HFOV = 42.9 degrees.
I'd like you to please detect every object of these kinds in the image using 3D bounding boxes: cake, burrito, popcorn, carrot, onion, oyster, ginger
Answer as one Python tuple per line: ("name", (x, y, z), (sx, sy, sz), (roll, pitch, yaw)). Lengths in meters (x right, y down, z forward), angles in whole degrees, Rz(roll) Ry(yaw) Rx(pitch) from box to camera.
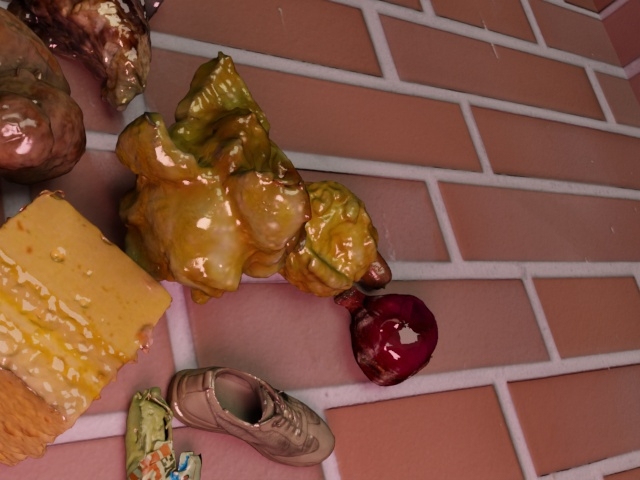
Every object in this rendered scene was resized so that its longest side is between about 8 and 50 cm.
("cake", (-0.333, 0.087, 0.992), (0.227, 0.222, 0.286), (46, 44, -10))
("burrito", (-0.204, 0.336, 1.068), (0.104, 0.054, 0.288), (9, 60, -36))
("popcorn", (-0.176, -0.079, 1.181), (0.325, 0.290, 0.321), (21, 33, -57))
("carrot", (0.044, -0.012, 1.478), (0.248, 0.059, 0.059), (52, 45, 1))
("onion", (0.115, 0.143, 1.388), (0.198, 0.135, 0.173), (48, 42, -4))
("oyster", (-0.369, -0.369, 1.275), (0.271, 0.275, 0.100), (21, 5, 4))
("popcorn", (0.000, -0.002, 1.364), (0.197, 0.155, 0.198), (-2, 95, -25))
("ginger", (-0.417, -0.187, 1.097), (0.304, 0.155, 0.244), (50, 4, 29))

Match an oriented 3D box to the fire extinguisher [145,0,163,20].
("fire extinguisher", (-0.427, -0.494, 1.338), (0.376, 0.113, 0.200), (38, 48, -16))

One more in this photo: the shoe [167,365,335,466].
("shoe", (-0.084, 0.253, 1.188), (0.274, 0.098, 0.103), (25, 55, -28))
